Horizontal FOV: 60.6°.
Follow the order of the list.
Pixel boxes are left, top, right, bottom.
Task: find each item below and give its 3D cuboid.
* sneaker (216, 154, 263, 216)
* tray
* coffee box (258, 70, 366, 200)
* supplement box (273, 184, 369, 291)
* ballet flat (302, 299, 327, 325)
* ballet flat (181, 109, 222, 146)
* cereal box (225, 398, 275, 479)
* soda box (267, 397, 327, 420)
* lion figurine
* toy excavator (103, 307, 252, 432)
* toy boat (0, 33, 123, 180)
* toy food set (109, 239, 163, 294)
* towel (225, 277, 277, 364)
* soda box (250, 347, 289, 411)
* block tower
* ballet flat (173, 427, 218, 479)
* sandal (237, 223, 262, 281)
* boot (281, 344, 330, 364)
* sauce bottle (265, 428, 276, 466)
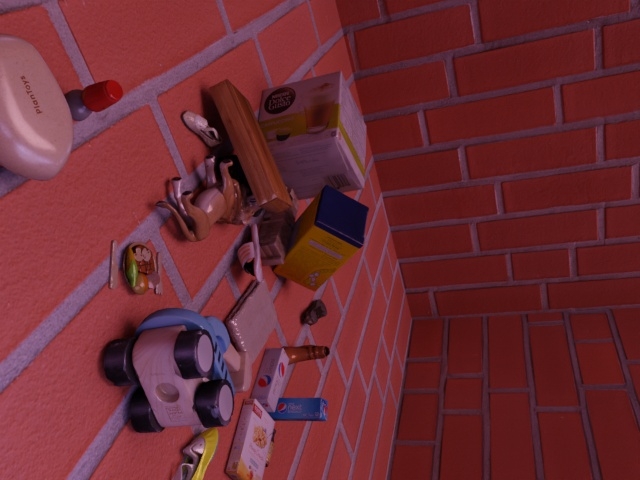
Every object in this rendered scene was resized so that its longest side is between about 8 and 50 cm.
[{"bbox_3d":[-0.270,-0.174,1.792,0.118,0.083,0.222,-17,81,-64],"label":"sneaker"},{"bbox_3d":[-0.216,-0.295,1.766,0.411,0.076,0.203,66,8,9],"label":"tray"},{"bbox_3d":[-0.027,-0.402,2.163,0.338,0.337,0.335,52,36,-54],"label":"coffee box"},{"bbox_3d":[0.000,0.000,2.041,0.195,0.356,0.194,27,47,-16],"label":"supplement box"},{"bbox_3d":[-0.026,0.316,2.372,0.084,0.058,0.250,60,16,-1],"label":"ballet flat"},{"bbox_3d":[-0.354,-0.344,1.664,0.168,0.052,0.057,44,43,-60],"label":"ballet flat"},{"bbox_3d":[-0.217,0.649,1.736,0.173,0.047,0.240,65,27,-42],"label":"cereal box"},{"bbox_3d":[-0.083,0.582,1.886,0.067,0.210,0.071,49,39,-57],"label":"soda box"},{"bbox_3d":[-0.324,-0.093,1.592,0.392,0.142,0.240,-44,139,-48],"label":"lion figurine"},{"bbox_3d":[-0.300,0.316,1.423,0.445,0.222,0.433,-75,154,-63],"label":"toy excavator"},{"bbox_3d":[-0.534,-0.254,1.049,0.318,0.148,0.268,-38,114,-59],"label":"toy boat"},{"bbox_3d":[-0.433,0.068,1.339,0.192,0.038,0.133,24,61,-67],"label":"toy food set"},{"bbox_3d":[-0.227,0.267,1.833,0.282,0.049,0.187,-57,135,-59],"label":"towel"},{"bbox_3d":[-0.172,0.477,1.884,0.216,0.069,0.074,-74,151,-45],"label":"soda box"},{"bbox_3d":[-0.160,-0.062,2.055,0.097,0.090,0.336,63,28,-42],"label":"block tower"},{"bbox_3d":[-0.330,0.580,1.423,0.077,0.077,0.231,49,38,-30],"label":"ballet flat"},{"bbox_3d":[-0.240,0.045,1.843,0.265,0.076,0.102,-104,-172,-52],"label":"sandal"},{"bbox_3d":[-0.059,0.430,2.084,0.197,0.152,0.073,-5,89,-70],"label":"boot"},{"bbox_3d":[-0.178,0.694,1.841,0.128,0.042,0.042,-75,151,-46],"label":"sauce bottle"}]
